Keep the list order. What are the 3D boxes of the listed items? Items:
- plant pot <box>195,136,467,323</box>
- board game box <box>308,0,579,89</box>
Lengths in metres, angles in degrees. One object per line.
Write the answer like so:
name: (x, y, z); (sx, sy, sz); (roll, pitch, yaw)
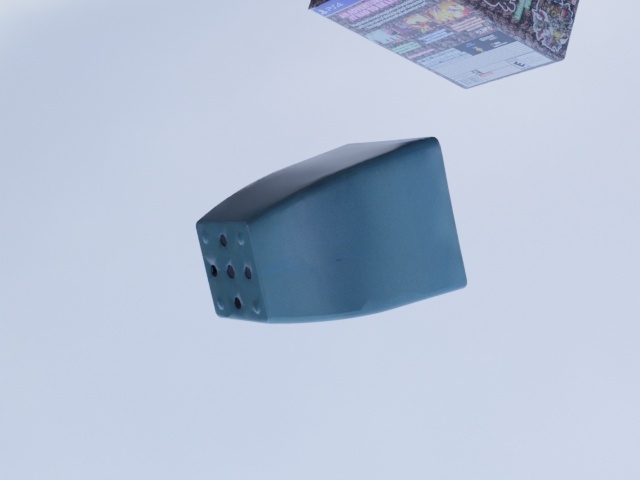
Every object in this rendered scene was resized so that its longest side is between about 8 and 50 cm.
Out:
plant pot: (0.000, 0.000, 1.280); (0.234, 0.165, 0.166); (-18, -169, -33)
board game box: (0.174, -0.347, 1.691); (0.232, 0.291, 0.141); (-8, -117, 61)
